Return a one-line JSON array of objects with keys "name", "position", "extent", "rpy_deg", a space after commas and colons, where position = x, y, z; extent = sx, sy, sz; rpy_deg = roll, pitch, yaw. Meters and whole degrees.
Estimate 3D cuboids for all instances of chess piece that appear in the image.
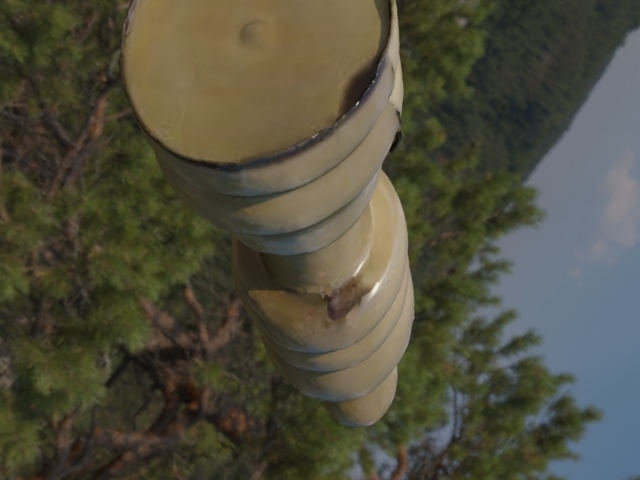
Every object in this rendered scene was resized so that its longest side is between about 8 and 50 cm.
[{"name": "chess piece", "position": [0.000, 0.000, 0.468], "extent": [0.124, 0.139, 0.307], "rpy_deg": [-33, 145, -12]}]
